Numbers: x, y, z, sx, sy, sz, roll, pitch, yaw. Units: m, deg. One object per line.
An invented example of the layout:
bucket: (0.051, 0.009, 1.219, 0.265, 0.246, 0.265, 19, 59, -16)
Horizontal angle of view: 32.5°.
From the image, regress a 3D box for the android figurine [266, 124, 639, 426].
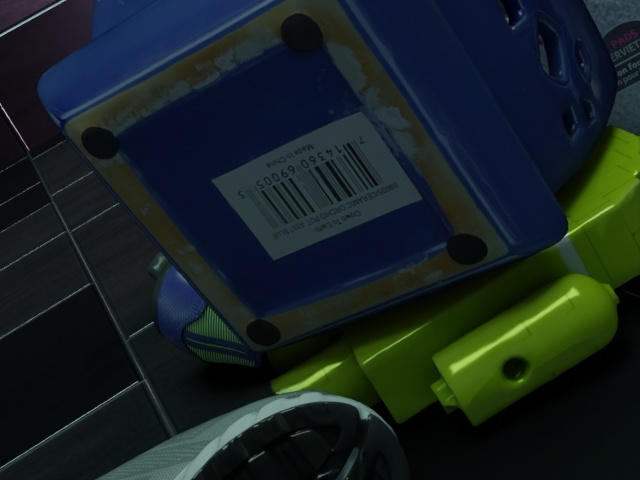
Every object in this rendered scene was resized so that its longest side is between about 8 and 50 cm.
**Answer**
android figurine: (0.092, 0.017, 0.643, 0.273, 0.056, 0.248, -31, 17, -1)

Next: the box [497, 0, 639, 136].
box: (0.144, -0.136, 0.780, 0.247, 0.163, 0.142, -27, 18, 27)

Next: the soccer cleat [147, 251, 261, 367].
soccer cleat: (0.000, 0.001, 0.814, 0.121, 0.093, 0.289, 23, 42, 29)

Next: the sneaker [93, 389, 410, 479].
sneaker: (-0.086, 0.152, 0.508, 0.271, 0.100, 0.108, -26, 4, -2)

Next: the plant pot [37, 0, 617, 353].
plant pot: (0.007, -0.084, 0.603, 0.236, 0.236, 0.212, -22, 27, 29)
